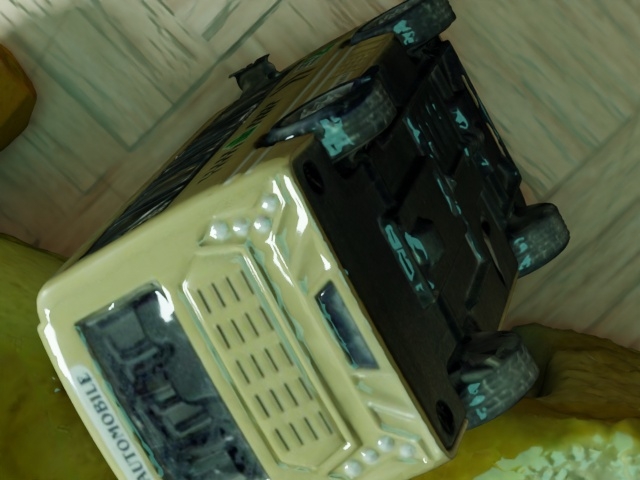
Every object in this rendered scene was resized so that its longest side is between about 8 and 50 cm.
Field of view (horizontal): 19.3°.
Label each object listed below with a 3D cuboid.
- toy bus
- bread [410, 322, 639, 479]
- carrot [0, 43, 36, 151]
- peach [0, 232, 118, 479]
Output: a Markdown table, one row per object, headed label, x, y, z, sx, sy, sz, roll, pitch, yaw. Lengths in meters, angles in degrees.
| label | x | y | z | sx | sy | sz | roll | pitch | yaw |
| --- | --- | --- | --- | --- | --- | --- | --- | --- | --- |
| toy bus | 0.000 | 0.000 | 0.992 | 0.202 | 0.365 | 0.177 | -25 | 101 | 19 |
| bread | 0.089 | 0.241 | 1.110 | 0.264 | 0.239 | 0.395 | 23 | 104 | 1 |
| carrot | -0.308 | -0.014 | 1.143 | 0.314 | 0.066 | 0.066 | -34 | 100 | 9 |
| peach | -0.249 | 0.119 | 1.037 | 0.281 | 0.315 | 0.314 | 42 | 70 | -43 |
